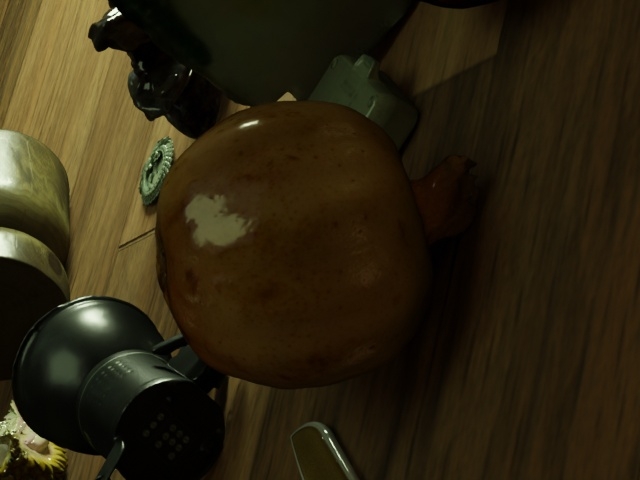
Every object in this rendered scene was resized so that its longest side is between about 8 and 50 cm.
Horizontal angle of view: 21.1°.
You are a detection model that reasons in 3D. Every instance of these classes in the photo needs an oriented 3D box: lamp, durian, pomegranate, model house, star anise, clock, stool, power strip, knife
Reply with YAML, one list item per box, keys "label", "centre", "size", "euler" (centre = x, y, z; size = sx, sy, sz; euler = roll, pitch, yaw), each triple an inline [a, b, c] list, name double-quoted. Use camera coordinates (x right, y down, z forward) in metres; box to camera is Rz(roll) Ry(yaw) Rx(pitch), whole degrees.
- label: "lamp"
  centre: [-0.151, 0.137, 1.464]
  size: [0.172, 0.147, 0.227]
  euler: [-48, 29, -12]
- label: "durian"
  centre: [-0.302, 0.230, 1.777]
  size: [0.224, 0.078, 0.140]
  euler: [-101, 26, -69]
- label: "pomegranate"
  centre: [-0.016, 0.005, 1.177]
  size: [0.207, 0.207, 0.207]
  euler: [-48, 30, 40]
- label: "model house"
  centre: [-0.034, -0.306, 1.446]
  size: [0.298, 0.243, 0.284]
  euler: [-46, 24, 19]
- label: "star anise"
  centre: [-0.167, -0.212, 1.727]
  size: [0.129, 0.212, 0.282]
  euler: [-23, 49, 11]
- label: "clock"
  centre: [-0.174, -0.073, 1.834]
  size: [0.074, 0.010, 0.083]
  euler: [-59, 25, 20]
- label: "stool"
  centre: [-0.379, 0.012, 2.000]
  size: [0.179, 0.179, 0.264]
  euler: [-56, 25, 28]
- label: "power strip"
  centre: [-0.017, -0.025, 1.371]
  size: [0.270, 0.046, 0.118]
  euler: [-57, 28, 12]
- label: "knife"
  centre: [0.014, 0.182, 1.170]
  size: [0.046, 0.022, 0.256]
  euler: [-67, 22, 13]

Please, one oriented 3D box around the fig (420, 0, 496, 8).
- label: "fig"
  centre: [0.084, -0.289, 1.181]
  size: [0.224, 0.263, 0.224]
  euler: [-20, 22, 9]
